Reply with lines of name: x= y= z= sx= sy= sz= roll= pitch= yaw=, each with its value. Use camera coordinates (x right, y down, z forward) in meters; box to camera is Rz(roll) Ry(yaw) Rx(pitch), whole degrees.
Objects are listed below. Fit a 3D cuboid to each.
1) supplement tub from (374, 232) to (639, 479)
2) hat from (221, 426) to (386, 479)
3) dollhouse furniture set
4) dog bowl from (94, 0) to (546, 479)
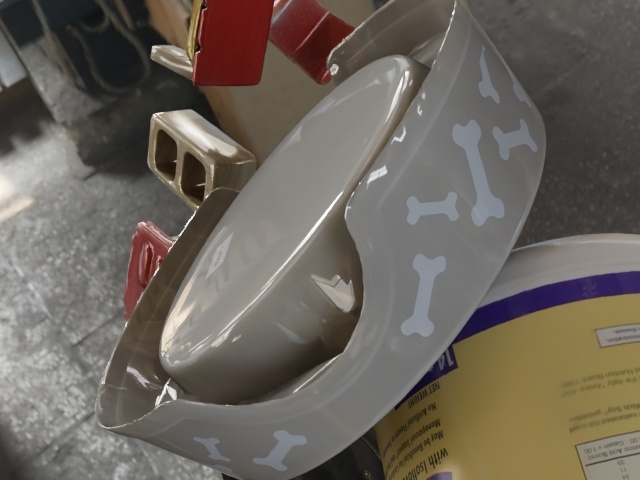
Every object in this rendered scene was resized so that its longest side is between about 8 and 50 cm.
supplement tub: x=0.170 y=0.189 z=0.584 sx=0.241 sy=0.241 sz=0.331 roll=-16 pitch=57 yaw=7
hat: x=-0.008 y=0.285 z=1.138 sx=0.331 sy=0.331 sz=0.134 roll=3 pitch=17 yaw=25
dollhouse furniture set: x=-0.042 y=-0.058 z=0.935 sx=0.201 sy=0.374 sz=0.152 roll=-8 pitch=32 yaw=-36
dog bowl: x=0.000 y=0.000 z=0.661 sx=0.349 sy=0.102 sz=0.348 roll=-47 pitch=16 yaw=17
